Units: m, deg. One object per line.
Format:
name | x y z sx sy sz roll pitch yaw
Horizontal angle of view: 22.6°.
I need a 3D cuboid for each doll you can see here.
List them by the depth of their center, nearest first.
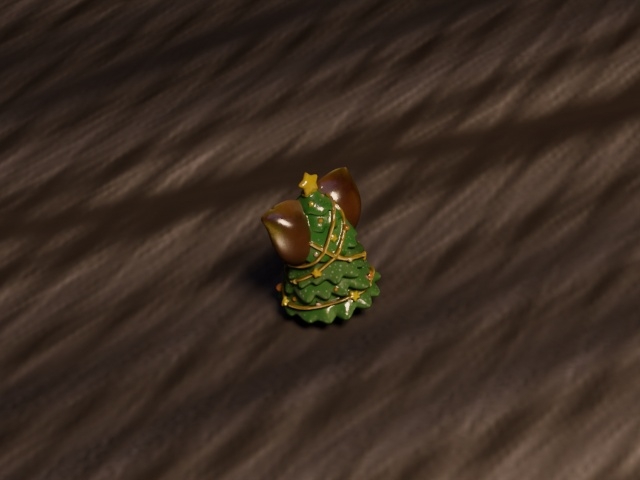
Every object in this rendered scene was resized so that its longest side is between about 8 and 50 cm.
doll | 0.007 0.008 1.130 0.078 0.113 0.076 -32 58 -25
